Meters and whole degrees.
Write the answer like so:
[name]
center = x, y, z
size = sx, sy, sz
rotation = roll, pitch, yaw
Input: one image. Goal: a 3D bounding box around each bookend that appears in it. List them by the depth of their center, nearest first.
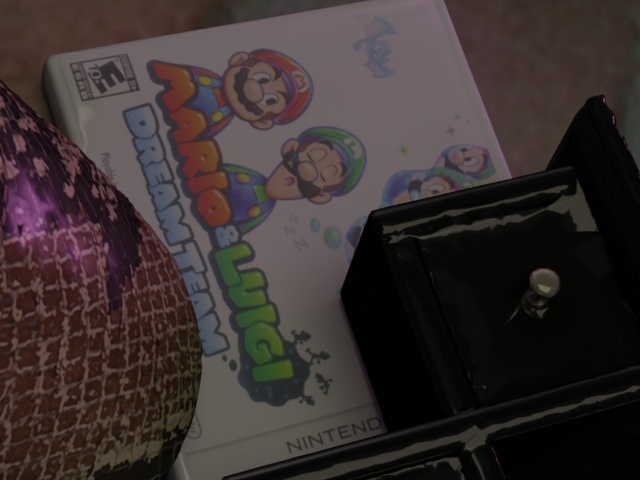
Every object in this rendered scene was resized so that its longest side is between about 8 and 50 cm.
[bookend]
center = 0.031, 0.057, 0.493
size = 0.156, 0.072, 0.157
rotation = -13, 67, -15

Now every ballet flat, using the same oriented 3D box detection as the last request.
[ballet flat]
center = -0.232, -0.046, 0.367
size = 0.483, 0.182, 0.164
rotation = 23, 66, -14

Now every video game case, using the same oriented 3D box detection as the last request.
[video game case]
center = 0.000, 0.000, 0.563
size = 0.143, 0.019, 0.157
rotation = -13, 73, -22
